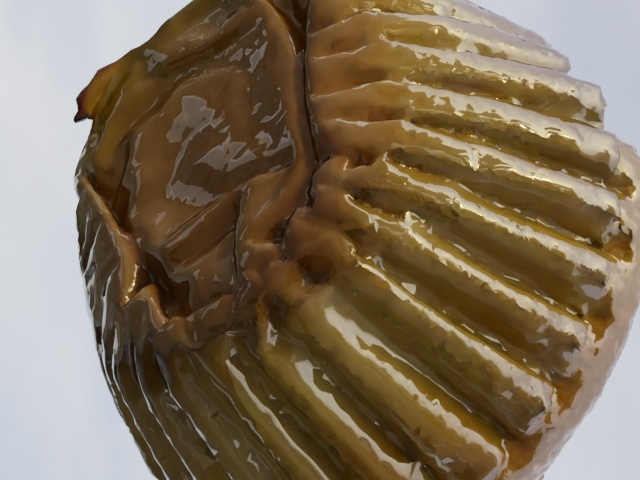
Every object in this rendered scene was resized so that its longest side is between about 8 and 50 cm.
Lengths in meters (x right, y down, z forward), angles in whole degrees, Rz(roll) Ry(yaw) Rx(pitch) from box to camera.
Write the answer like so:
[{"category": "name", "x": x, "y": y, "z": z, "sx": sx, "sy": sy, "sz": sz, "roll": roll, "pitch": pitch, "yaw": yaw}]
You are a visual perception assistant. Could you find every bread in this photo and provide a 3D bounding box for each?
[{"category": "bread", "x": 0.000, "y": 0.000, "z": 0.436, "sx": 0.274, "sy": 0.149, "sz": 0.274, "roll": -22, "pitch": -128, "yaw": 32}]
